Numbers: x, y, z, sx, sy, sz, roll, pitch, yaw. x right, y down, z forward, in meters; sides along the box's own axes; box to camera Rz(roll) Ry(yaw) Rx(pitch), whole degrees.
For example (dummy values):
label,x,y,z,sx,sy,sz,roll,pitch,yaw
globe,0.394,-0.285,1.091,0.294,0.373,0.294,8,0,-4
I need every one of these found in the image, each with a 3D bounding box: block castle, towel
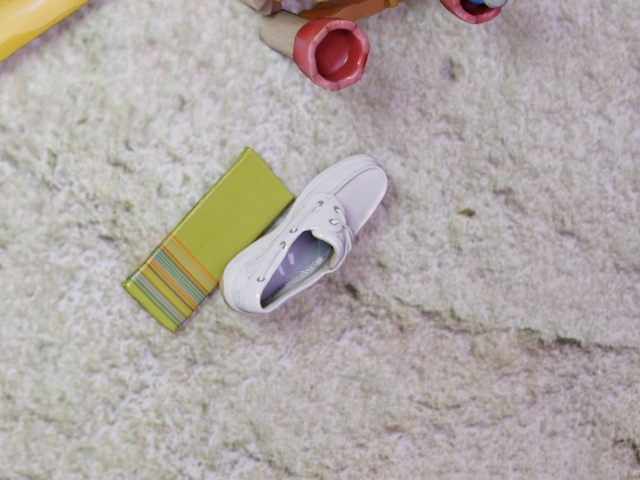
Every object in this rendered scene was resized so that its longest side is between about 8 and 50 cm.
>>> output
label,x,y,z,sx,sy,sz,roll,pitch,yaw
block castle,0.040,-0.427,1.617,0.303,0.213,0.453,-27,122,-21
towel,-0.139,-0.001,1.762,0.237,0.021,0.102,-49,126,-13

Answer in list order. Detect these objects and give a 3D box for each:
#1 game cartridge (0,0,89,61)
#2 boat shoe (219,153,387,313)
label,x,y,z,sx,sy,sz,roll,pitch,yaw
game cartridge,-0.423,-0.329,1.499,0.285,0.052,0.324,-39,117,-17
boat shoe,0.000,0.000,1.789,0.277,0.096,0.098,-45,124,-18
